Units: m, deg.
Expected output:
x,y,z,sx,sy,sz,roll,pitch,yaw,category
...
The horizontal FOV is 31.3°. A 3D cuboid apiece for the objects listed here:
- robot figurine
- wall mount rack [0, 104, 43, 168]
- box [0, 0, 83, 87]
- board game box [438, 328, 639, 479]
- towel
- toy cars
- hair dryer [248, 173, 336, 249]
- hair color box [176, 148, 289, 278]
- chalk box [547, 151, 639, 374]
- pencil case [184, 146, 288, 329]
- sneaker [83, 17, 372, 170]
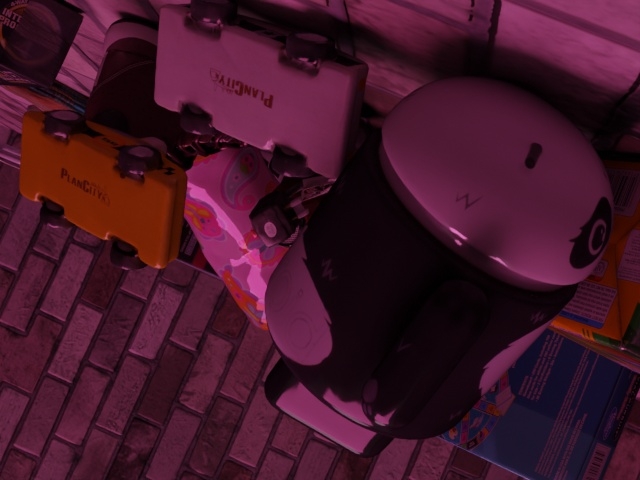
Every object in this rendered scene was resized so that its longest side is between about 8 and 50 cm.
x,y,z,sx,sy,sz,roll,pitch,yaw,category
0.074,0.022,0.770,0.173,0.278,0.209,8,-140,-40,robot figurine
-0.531,-0.206,1.809,0.304,0.131,0.350,26,175,-40,wall mount rack
-0.465,-0.271,1.225,0.318,0.097,0.395,28,174,-29,box
0.204,0.121,1.336,0.336,0.254,0.079,21,175,35,board game box
-0.418,-0.217,1.970,0.271,0.040,0.370,18,173,46,towel
-0.102,-0.085,0.914,0.393,0.177,0.087,-25,178,42,toy cars
0.056,-0.033,1.054,0.223,0.080,0.293,-8,-170,4,hair dryer
0.000,0.000,1.396,0.374,0.185,0.113,20,174,42,hair color box
0.267,0.040,0.833,0.213,0.132,0.132,26,175,-29,chalk box
-0.087,-0.037,1.214,0.124,0.124,0.284,17,143,56,pencil case
-0.100,-0.086,1.055,0.281,0.163,0.106,23,175,20,sneaker
